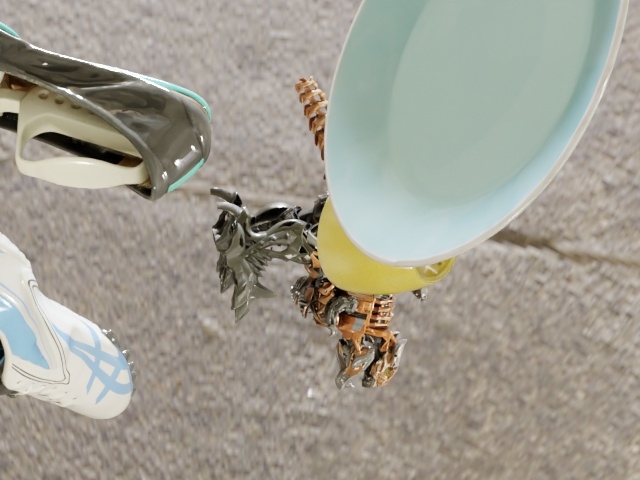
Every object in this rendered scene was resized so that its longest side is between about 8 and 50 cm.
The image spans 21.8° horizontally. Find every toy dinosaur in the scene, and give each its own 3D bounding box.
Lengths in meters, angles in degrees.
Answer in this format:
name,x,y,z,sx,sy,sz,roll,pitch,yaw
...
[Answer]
name,x,y,z,sx,sy,sz,roll,pitch,yaw
toy dinosaur,0.000,0.000,1.753,0.218,0.164,0.321,-9,81,-7

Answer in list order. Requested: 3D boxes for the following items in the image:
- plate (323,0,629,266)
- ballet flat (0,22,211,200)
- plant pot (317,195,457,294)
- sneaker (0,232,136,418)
name,x,y,z,sx,sy,sz,roll,pitch,yaw
plate,0.067,-0.075,0.693,0.024,0.188,0.188,21,61,-33
ballet flat,-0.216,-0.100,1.188,0.280,0.095,0.096,18,58,10
plant pot,0.078,-0.003,1.597,0.095,0.134,0.134,20,61,42
sneaker,-0.183,0.064,0.987,0.085,0.237,0.086,17,72,25
